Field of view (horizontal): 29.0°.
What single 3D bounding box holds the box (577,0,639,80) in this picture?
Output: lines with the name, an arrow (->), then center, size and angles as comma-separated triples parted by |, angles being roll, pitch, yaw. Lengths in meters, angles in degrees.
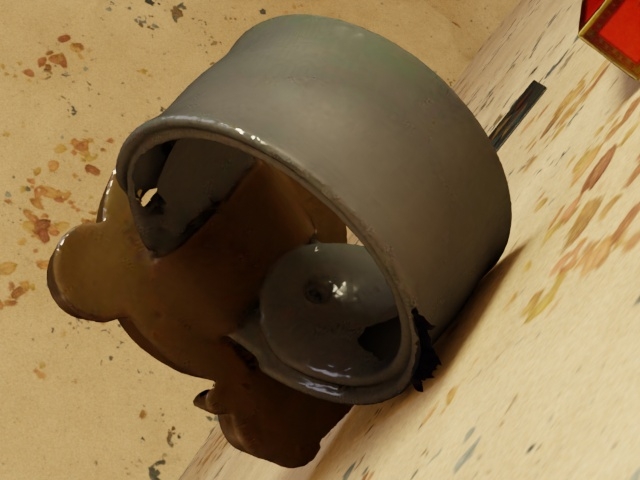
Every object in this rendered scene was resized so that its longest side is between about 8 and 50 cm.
box -> 0.291, -0.234, 1.047 | 0.153, 0.074, 0.240 | -56, 0, 23

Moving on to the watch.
watch -> 0.000, 0.000, 1.003 | 0.314, 0.335, 0.327 | -47, 18, -32

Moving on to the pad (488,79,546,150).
pad -> 0.247, -0.153, 1.646 | 0.143, 0.003, 0.211 | -52, 2, 10
